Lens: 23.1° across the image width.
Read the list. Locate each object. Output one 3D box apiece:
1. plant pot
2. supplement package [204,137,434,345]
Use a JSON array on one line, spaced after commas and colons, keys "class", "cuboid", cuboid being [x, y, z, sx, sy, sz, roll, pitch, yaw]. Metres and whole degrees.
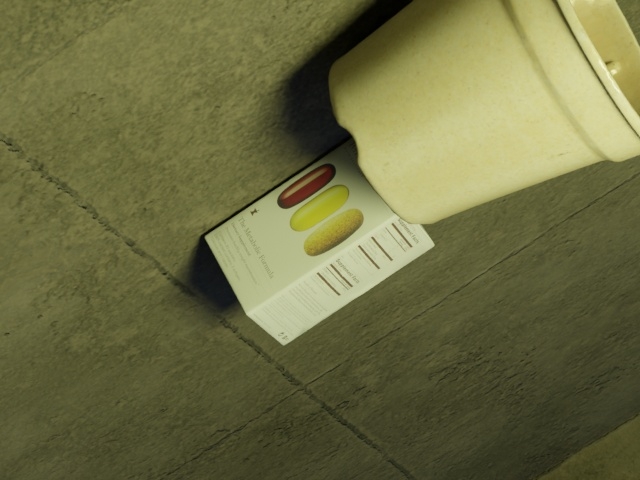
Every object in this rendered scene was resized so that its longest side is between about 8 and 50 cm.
[{"class": "plant pot", "cuboid": [0.189, -0.179, 1.783, 0.305, 0.334, 0.334, -28, 152, 20]}, {"class": "supplement package", "cuboid": [0.000, 0.000, 2.027, 0.244, 0.139, 0.134, -34, 151, 5]}]
